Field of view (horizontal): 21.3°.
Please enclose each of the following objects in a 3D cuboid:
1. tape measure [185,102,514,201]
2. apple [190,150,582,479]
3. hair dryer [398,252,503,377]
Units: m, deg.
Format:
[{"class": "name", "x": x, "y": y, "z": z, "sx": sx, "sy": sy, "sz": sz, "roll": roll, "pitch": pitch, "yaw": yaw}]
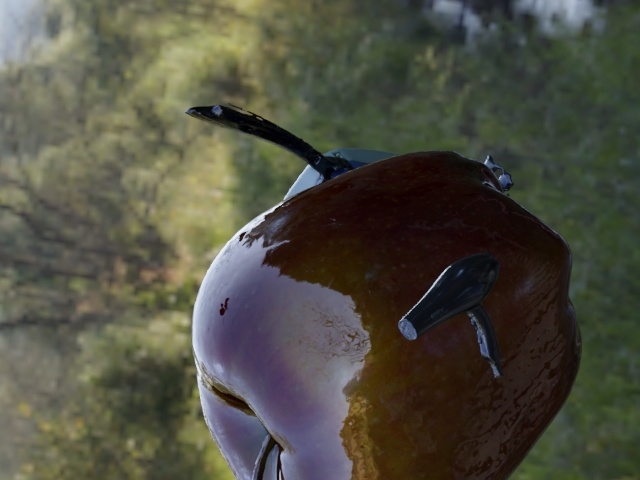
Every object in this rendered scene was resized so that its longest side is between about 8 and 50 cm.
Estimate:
[{"class": "tape measure", "x": 0.000, "y": 0.000, "z": 1.549, "sx": 0.098, "sy": 0.351, "sz": 0.215, "roll": 49, "pitch": 120, "yaw": 46}, {"class": "apple", "x": 0.046, "y": 0.086, "z": 1.353, "sx": 0.288, "sy": 0.317, "sz": 0.288, "roll": 48, "pitch": 162, "yaw": 20}, {"class": "hair dryer", "x": 0.089, "y": 0.057, "z": 1.036, "sx": 0.031, "sy": 0.079, "sz": 0.083, "roll": 4, "pitch": 125, "yaw": 52}]
